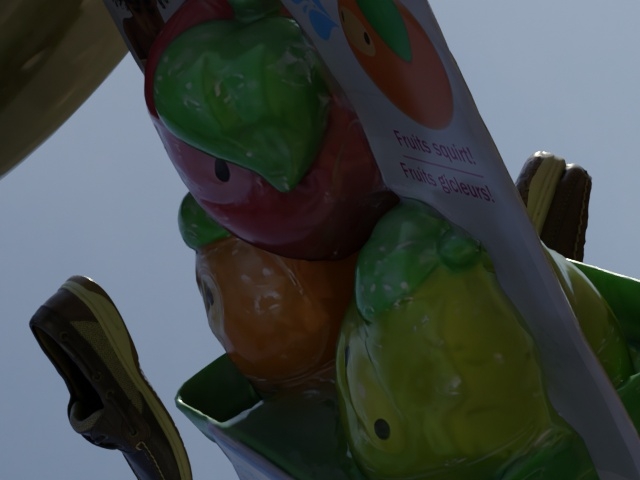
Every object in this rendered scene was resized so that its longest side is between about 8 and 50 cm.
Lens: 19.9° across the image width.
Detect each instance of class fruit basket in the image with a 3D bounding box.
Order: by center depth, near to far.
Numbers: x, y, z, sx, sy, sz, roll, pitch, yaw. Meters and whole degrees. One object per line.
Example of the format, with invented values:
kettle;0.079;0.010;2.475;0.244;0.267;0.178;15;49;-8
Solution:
fruit basket;0.000;0.000;0.714;0.165;0.327;0.353;-40;-66;-14

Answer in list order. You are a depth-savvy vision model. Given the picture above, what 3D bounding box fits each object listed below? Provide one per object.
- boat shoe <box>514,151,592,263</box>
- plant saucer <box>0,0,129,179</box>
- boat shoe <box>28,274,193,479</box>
boat shoe;0.116;0.084;0.950;0.095;0.095;0.257;97;-171;-78
plant saucer;-0.143;-0.185;0.804;0.400;0.100;0.400;-52;-12;-16
boat shoe;-0.123;0.094;1.048;0.049;0.056;0.152;-35;-70;-29
